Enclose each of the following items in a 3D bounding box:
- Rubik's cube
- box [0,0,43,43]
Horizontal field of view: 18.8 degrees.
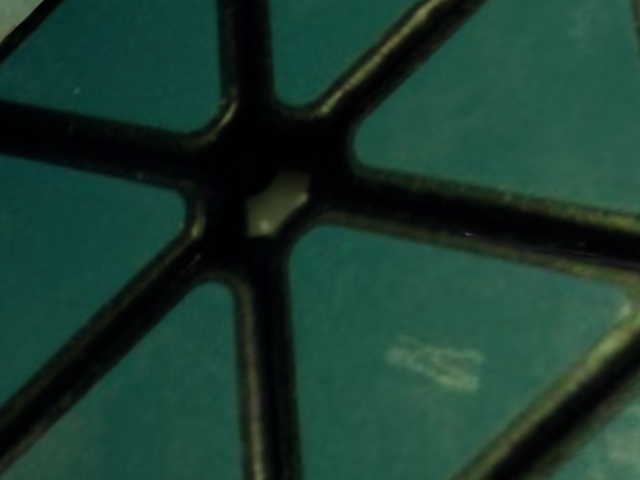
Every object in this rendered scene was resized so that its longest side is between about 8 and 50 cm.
[{"bbox_3d":[0.019,0.011,0.461,0.233,0.228,0.229,46,-38,5],"label":"Rubik's cube"},{"bbox_3d":[0.000,0.000,0.650,0.310,0.084,0.198,11,-17,-18],"label":"box"}]
